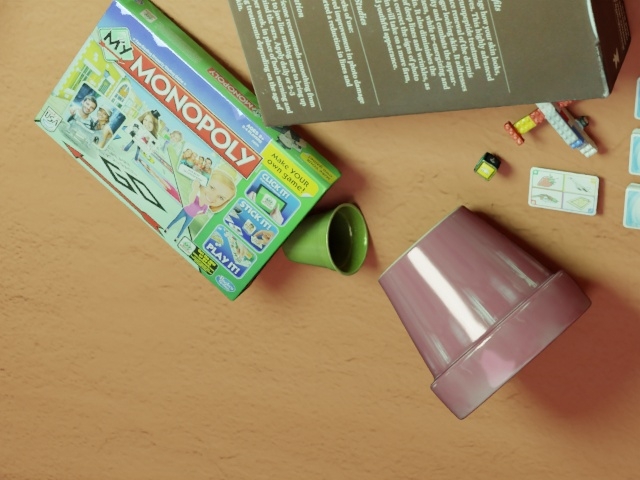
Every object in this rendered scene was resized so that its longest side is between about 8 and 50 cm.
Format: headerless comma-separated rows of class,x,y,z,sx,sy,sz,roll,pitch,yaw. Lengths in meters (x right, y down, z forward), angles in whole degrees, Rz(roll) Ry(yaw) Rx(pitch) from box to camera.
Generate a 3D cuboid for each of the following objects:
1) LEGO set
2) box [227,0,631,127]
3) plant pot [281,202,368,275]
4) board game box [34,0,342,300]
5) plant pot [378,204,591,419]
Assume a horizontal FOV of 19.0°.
LEGO set,0.284,-0.095,2.045,0.244,0.060,0.182,10,121,15
box,0.109,-0.241,1.961,0.381,0.143,0.191,-2,121,24
plant pot,0.000,0.000,2.208,0.079,0.083,0.083,-2,122,36
board game box,-0.155,-0.107,2.178,0.317,0.046,0.213,42,128,2
plant pot,0.170,0.068,2.124,0.180,0.201,0.201,49,127,5
